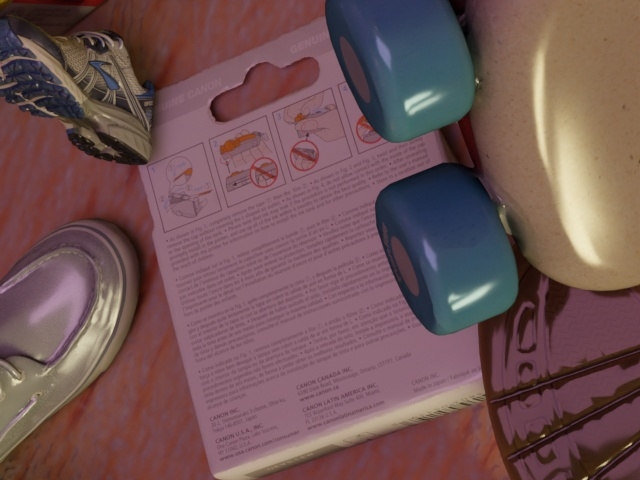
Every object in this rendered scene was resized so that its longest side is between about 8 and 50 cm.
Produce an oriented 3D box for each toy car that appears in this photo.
[{"bbox_3d":[0.095,-0.112,0.831,0.219,0.238,0.210,-23,128,-9],"label":"toy car"}]

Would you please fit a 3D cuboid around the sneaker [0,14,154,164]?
[{"bbox_3d":[-0.134,-0.092,0.951,0.052,0.135,0.058,4,69,28],"label":"sneaker"}]

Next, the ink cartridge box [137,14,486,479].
[{"bbox_3d":[0.000,0.000,0.972,0.181,0.056,0.225,-21,71,19],"label":"ink cartridge box"}]

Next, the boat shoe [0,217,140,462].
[{"bbox_3d":[-0.190,0.082,1.014,0.079,0.081,0.227,44,107,8],"label":"boat shoe"}]

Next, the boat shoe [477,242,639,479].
[{"bbox_3d":[0.172,0.130,0.892,0.109,0.098,0.302,-29,92,14],"label":"boat shoe"}]

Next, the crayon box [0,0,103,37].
[{"bbox_3d":[-0.136,-0.182,0.904,0.318,0.202,0.081,-35,85,17],"label":"crayon box"}]
